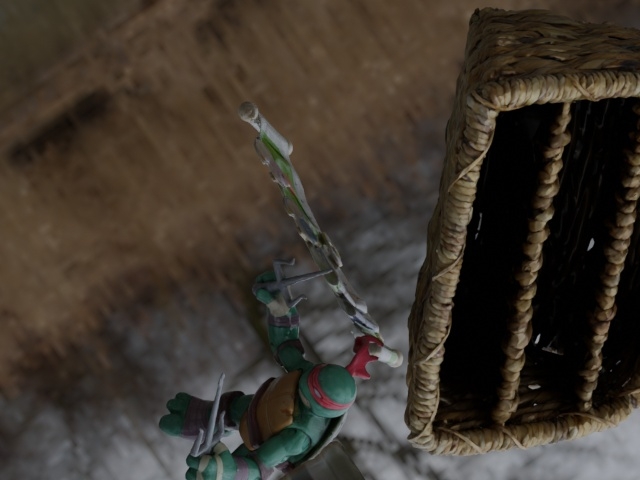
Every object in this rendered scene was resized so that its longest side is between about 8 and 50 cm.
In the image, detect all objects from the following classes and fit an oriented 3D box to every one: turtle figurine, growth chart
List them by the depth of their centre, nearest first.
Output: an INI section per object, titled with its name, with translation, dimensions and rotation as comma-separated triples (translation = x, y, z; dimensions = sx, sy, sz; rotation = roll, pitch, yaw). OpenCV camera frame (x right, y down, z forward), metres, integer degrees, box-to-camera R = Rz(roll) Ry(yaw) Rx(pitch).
[turtle figurine]
translation = -0.043, 0.126, 1.405
dimensions = 0.234, 0.118, 0.175
rotation = -42, -162, 48
[growth chart]
translation = 0.000, 0.000, 1.548
dimensions = 0.021, 0.237, 0.172
rotation = -28, 175, 5

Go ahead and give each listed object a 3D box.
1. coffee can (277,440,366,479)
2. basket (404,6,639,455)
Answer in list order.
[coffee can]
translation = -0.060, 0.216, 0.577
dimensions = 0.275, 0.201, 0.201
rotation = -31, -179, -3
[basket]
translation = 0.187, 0.003, 1.418
dimensions = 0.223, 0.213, 0.299
rotation = -79, 179, -68
